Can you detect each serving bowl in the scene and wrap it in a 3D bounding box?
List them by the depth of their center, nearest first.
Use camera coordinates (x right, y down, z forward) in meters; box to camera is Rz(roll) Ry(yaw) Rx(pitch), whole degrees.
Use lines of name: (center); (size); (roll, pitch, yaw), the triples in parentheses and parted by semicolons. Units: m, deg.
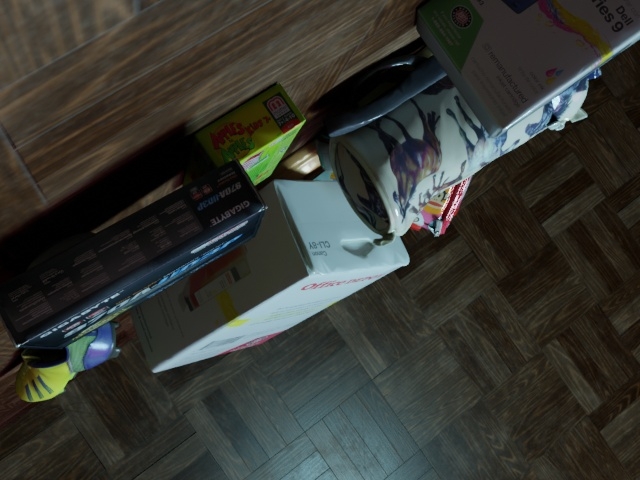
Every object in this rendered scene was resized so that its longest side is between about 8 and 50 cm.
serving bowl: (-0.234, 0.017, 0.712); (0.083, 0.027, 0.083); (-36, 179, -1)

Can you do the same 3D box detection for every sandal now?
sandal: (0.097, -0.200, 0.969); (0.254, 0.055, 0.097); (-35, -171, -24)

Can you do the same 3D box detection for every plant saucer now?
plant saucer: (-0.032, -0.112, 1.255); (0.200, 0.037, 0.200); (-35, 178, -1)

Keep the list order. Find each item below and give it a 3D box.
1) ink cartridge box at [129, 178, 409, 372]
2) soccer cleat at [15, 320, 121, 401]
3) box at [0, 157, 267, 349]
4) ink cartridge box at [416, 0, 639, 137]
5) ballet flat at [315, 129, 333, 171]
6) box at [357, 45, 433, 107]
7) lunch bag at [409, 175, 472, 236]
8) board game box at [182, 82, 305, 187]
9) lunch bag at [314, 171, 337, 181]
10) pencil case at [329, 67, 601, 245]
ink cartridge box: (-0.090, 0.055, 1.291); (0.384, 0.161, 0.279); (-31, 165, 34)
soccer cleat: (-0.433, 0.186, 1.250); (0.121, 0.094, 0.289); (10, 149, -44)
box: (-0.157, 0.018, 0.686); (0.220, 0.051, 0.175); (-30, 177, -11)
ink cartridge box: (0.228, -0.231, 0.811); (0.212, 0.154, 0.093); (-34, 178, 5)
ballet flat: (0.087, -0.156, 1.183); (0.213, 0.068, 0.072); (-21, -148, -23)
box: (0.153, -0.254, 1.127); (0.201, 0.021, 0.164); (-36, 179, 30)
lunch bag: (0.223, -0.134, 1.501); (0.293, 0.120, 0.258); (-62, 171, -70)
board game box: (-0.081, -0.082, 0.766); (0.092, 0.043, 0.181); (-34, 178, -17)
lunch bag: (0.035, -0.109, 1.526); (0.279, 0.108, 0.224); (-34, 178, -24)
pencil case: (0.196, -0.161, 1.098); (0.410, 0.184, 0.160); (-34, 176, -18)
